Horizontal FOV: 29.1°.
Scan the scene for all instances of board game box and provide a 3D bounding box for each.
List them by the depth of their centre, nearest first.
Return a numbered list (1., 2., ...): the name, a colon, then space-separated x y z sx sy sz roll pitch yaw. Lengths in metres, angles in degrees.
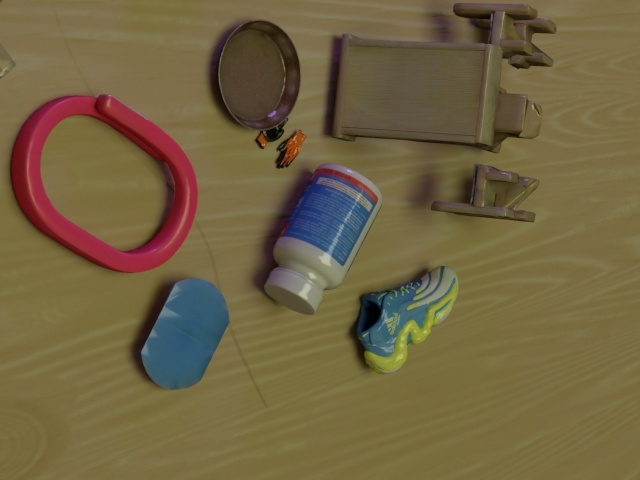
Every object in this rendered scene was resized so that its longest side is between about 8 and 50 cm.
1. board game box: -0.207 0.136 1.825 0.133 0.033 0.169 37 74 -46

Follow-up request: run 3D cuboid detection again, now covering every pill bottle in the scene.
1. pill bottle: 0.000 0.000 1.946 0.124 0.124 0.222 45 64 -38

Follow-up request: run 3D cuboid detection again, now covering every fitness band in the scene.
1. fitness band: -0.294 -0.077 1.704 0.291 0.054 0.209 36 73 -40

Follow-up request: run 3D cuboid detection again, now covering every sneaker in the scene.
1. sneaker: 0.147 0.111 2.127 0.240 0.091 0.126 -53 127 -25

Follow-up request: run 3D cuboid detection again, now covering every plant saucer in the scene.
1. plant saucer: -0.099 -0.253 1.887 0.168 0.029 0.169 -7 100 -43

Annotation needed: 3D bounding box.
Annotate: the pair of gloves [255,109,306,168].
1. pair of gloves: -0.062 -0.159 1.946 0.083 0.010 0.074 48 64 -34

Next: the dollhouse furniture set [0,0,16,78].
1. dollhouse furniture set: -0.429 -0.252 1.470 0.101 0.161 0.182 -50 125 -28

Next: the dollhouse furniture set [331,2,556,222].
1. dollhouse furniture set: 0.220 -0.230 2.121 0.394 0.256 0.362 4 93 -66
